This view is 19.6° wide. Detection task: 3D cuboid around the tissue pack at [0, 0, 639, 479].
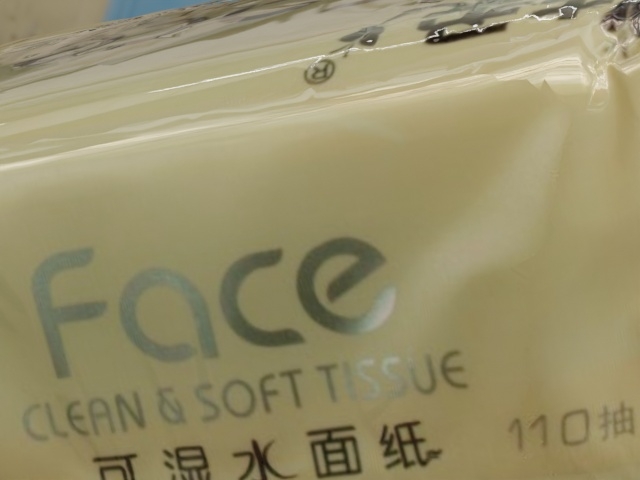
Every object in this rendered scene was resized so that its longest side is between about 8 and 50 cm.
[{"bbox_3d":[0.000,0.000,0.751,0.405,0.205,0.332,-10,14,19],"label":"tissue pack"}]
